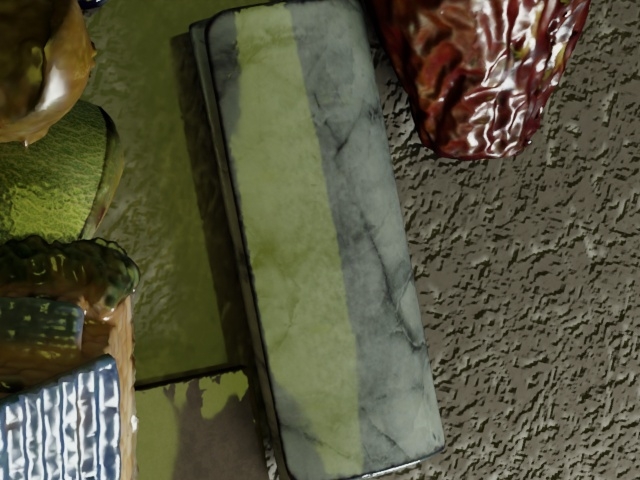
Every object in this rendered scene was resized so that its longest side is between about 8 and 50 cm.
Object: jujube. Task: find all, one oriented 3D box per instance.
[{"bbox_3d":[0.093,-0.163,0.824,0.168,0.168,0.236,-9,109,-18],"label":"jujube"}]

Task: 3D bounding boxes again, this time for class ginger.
[{"bbox_3d":[-0.257,-0.140,0.707,0.309,0.107,0.133,32,123,7],"label":"ginger"}]

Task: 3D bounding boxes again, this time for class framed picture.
[{"bbox_3d":[-0.093,0.172,0.829,0.128,0.023,0.168,-10,93,-19],"label":"framed picture"}]

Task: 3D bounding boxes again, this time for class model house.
[{"bbox_3d":[-0.192,0.104,0.686,0.183,0.172,0.166,2,115,0],"label":"model house"}]

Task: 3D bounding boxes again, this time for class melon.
[{"bbox_3d":[-0.190,-0.023,0.767,0.128,0.079,0.160,23,83,-18],"label":"melon"}]

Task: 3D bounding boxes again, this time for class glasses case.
[{"bbox_3d":[0.000,0.000,0.840,0.114,0.060,0.299,-13,94,-18],"label":"glasses case"}]

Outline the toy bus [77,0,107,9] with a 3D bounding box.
[{"bbox_3d":[-0.113,-0.231,0.772,0.209,0.126,0.136,-31,91,-15],"label":"toy bus"}]
